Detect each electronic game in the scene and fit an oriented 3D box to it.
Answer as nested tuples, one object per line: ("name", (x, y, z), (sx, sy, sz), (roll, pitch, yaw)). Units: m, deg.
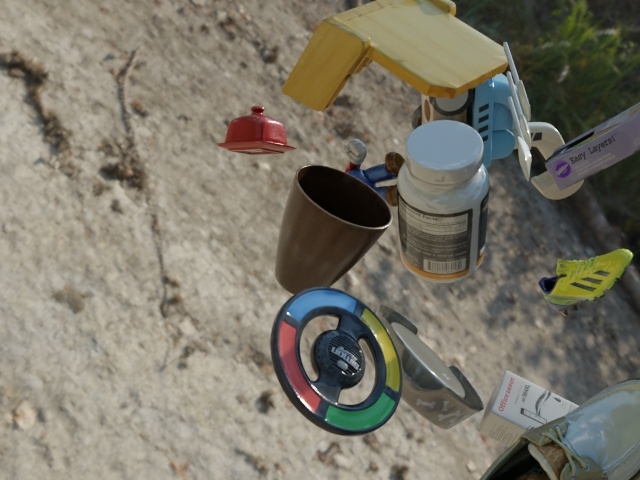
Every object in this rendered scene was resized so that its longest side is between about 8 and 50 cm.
("electronic game", (0.027, 0.173, 1.273), (0.229, 0.048, 0.229), (20, 52, -28))

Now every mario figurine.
("mario figurine", (0.056, -0.123, 2.163), (0.170, 0.320, 0.198), (51, 45, -30))

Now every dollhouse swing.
("dollhouse swing", (0.175, -0.362, 1.923), (0.305, 0.315, 0.346), (49, 47, 10))

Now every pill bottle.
("pill bottle", (0.218, -0.066, 1.560), (0.278, 0.162, 0.162), (83, 0, -46))

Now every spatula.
("spatula", (0.354, -0.239, 1.579), (0.242, 0.019, 0.168), (-92, 169, -49))

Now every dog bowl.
("dog bowl", (0.237, 0.312, 2.118), (0.349, 0.102, 0.349), (42, 10, -9))

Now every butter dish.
("butter dish", (-0.159, -0.278, 2.186), (0.160, 0.159, 0.118), (1, 89, -57))

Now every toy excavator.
("toy excavator", (0.474, -0.290, 2.258), (0.222, 0.445, 0.433), (-108, -169, -61))

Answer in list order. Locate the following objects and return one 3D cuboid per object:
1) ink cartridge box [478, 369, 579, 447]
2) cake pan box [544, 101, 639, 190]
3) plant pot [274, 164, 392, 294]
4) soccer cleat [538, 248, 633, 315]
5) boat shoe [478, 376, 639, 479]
("ink cartridge box", (0.487, 0.414, 2.016), (0.203, 0.086, 0.148), (26, 42, 9))
("cake pan box", (0.584, -0.200, 1.756), (0.070, 0.266, 0.245), (60, 25, 0))
("plant pot", (0.000, 0.000, 1.790), (0.215, 0.230, 0.215), (22, 28, -12))
("soccer cleat", (0.608, 0.082, 2.032), (0.093, 0.289, 0.121), (-38, 83, -31))
("boat shoe", (0.298, 0.278, 1.071), (0.103, 0.302, 0.113), (32, 17, -51))
